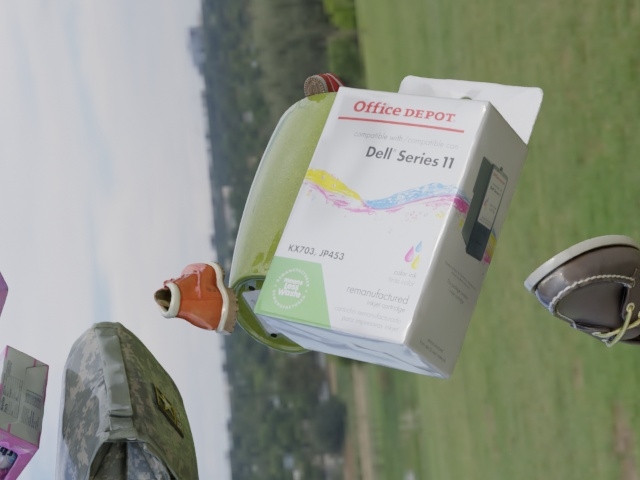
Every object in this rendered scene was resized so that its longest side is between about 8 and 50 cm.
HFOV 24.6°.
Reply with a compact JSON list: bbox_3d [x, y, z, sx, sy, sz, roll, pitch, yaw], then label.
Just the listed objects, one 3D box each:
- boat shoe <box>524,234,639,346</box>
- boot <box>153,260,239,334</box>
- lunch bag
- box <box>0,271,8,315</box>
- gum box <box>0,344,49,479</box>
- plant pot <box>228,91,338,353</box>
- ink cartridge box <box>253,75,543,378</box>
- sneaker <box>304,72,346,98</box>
[{"bbox_3d":[0.342,0.068,1.676,0.324,0.116,0.097,11,-131,-56],"label":"boat shoe"},{"bbox_3d":[-0.150,0.057,1.657,0.158,0.084,0.059,-136,58,-68],"label":"boot"},{"bbox_3d":[-0.237,0.269,1.765,0.235,0.169,0.287,-111,23,-57],"label":"lunch bag"},{"bbox_3d":[-0.455,0.013,1.423,0.243,0.213,0.117,56,133,35],"label":"box"},{"bbox_3d":[-0.380,0.224,1.742,0.107,0.062,0.188,-54,20,19],"label":"gum box"},{"bbox_3d":[0.000,0.000,1.928,0.275,0.275,0.293,84,-152,-42],"label":"plant pot"},{"bbox_3d":[0.091,-0.046,1.607,0.119,0.207,0.353,40,-114,-50],"label":"ink cartridge box"},{"bbox_3d":[0.013,-0.173,2.012,0.067,0.042,0.118,-33,-63,-59],"label":"sneaker"}]
